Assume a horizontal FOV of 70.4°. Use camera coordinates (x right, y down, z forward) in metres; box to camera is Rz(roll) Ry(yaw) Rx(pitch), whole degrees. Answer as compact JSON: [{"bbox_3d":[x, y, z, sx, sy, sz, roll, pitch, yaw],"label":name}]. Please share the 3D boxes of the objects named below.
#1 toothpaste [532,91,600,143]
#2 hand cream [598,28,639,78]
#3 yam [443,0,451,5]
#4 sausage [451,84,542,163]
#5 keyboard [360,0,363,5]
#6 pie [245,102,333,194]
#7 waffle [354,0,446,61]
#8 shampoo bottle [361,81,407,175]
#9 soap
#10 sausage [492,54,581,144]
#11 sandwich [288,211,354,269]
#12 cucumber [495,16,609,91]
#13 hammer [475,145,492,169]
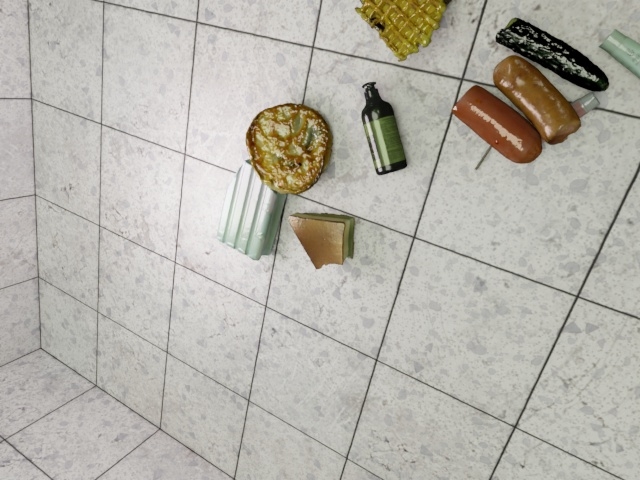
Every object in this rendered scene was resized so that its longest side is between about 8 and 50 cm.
[{"bbox_3d":[0.632,-0.316,1.204,0.194,0.043,0.067,-33,85,38],"label":"toothpaste"},{"bbox_3d":[0.772,-0.428,1.089,0.205,0.050,0.078,41,117,7],"label":"hand cream"},{"bbox_3d":[0.310,-0.653,1.269,0.274,0.061,0.061,-40,84,30],"label":"yam"},{"bbox_3d":[0.488,-0.311,1.235,0.259,0.113,0.113,44,120,14],"label":"sausage"},{"bbox_3d":[0.155,-0.709,1.360,0.049,0.015,0.129,-34,87,31],"label":"keyboard"},{"bbox_3d":[-0.100,-0.315,1.536,0.315,0.092,0.315,0,93,8],"label":"pie"},{"bbox_3d":[0.220,-0.647,1.265,0.283,0.065,0.309,7,89,36],"label":"waffle"},{"bbox_3d":[0.185,-0.348,1.399,0.101,0.101,0.284,-12,98,31],"label":"shampoo bottle"},{"bbox_3d":[-0.253,-0.123,1.695,0.208,0.115,0.347,26,115,18],"label":"soap"},{"bbox_3d":[0.555,-0.370,1.173,0.109,0.109,0.270,-44,66,31],"label":"sausage"},{"bbox_3d":[0.000,0.000,1.597,0.220,0.108,0.186,9,108,24],"label":"sandwich"},{"bbox_3d":[0.595,-0.471,1.156,0.303,0.081,0.072,35,148,11],"label":"cucumber"},{"bbox_3d":[0.481,-0.253,1.318,0.035,0.019,0.110,36,124,15],"label":"hammer"}]
